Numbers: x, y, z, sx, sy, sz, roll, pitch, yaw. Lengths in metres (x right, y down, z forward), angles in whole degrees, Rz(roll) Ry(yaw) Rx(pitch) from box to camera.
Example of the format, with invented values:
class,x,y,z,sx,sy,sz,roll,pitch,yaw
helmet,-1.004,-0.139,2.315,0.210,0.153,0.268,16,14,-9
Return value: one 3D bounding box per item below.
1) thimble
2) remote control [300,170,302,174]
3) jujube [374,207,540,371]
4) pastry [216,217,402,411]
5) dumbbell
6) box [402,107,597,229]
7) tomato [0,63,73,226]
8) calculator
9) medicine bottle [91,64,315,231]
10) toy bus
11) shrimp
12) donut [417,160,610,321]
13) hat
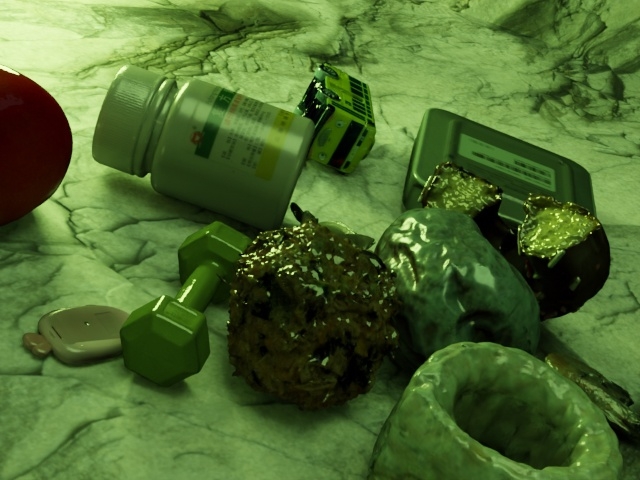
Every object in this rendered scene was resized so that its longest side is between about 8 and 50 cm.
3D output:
class,x,y,z,sx,sy,sz,roll,pitch,yaw
thimble,0.208,0.274,1.254,0.291,0.195,0.291,17,29,-10
remote control,-0.083,-0.193,2.017,0.077,0.022,0.245,9,32,-15
jujube,0.191,0.086,1.522,0.246,0.215,0.308,49,6,-24
pastry,-0.003,0.094,1.366,0.275,0.193,0.275,10,56,-15
dumbbell,-0.179,0.082,1.408,0.121,0.108,0.302,30,29,-2
box,0.374,-0.111,2.076,0.396,0.111,0.396,20,31,-2
tomato,-0.516,-0.154,1.479,0.299,0.226,0.298,18,31,-11
calculator,-0.317,0.124,1.343,0.166,0.024,0.103,-10,41,-44
medicine bottle,-0.198,-0.162,1.707,0.340,0.208,0.208,20,30,-2
toy bus,0.034,-0.253,2.070,0.150,0.128,0.262,25,27,-15
shrimp,0.455,0.250,1.603,0.126,0.047,0.223,0,33,-49
donut,0.320,0.020,1.705,0.345,0.259,0.136,29,60,33
hat,0.000,0.000,1.720,0.147,0.085,0.175,22,3,-23
